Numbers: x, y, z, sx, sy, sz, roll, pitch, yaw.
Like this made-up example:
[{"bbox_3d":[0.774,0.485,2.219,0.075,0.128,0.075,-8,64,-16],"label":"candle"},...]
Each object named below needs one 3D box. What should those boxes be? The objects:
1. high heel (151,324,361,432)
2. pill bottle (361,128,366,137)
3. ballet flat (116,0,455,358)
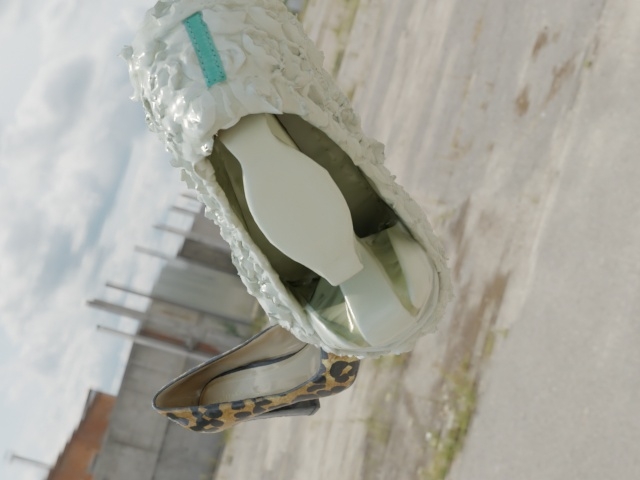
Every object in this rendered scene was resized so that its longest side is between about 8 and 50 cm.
[{"bbox_3d":[-0.062,0.119,1.133,0.261,0.186,0.093,116,146,-48],"label":"high heel"},{"bbox_3d":[-0.023,-0.082,1.322,0.215,0.117,0.117,-39,-28,-55],"label":"pill bottle"},{"bbox_3d":[0.000,0.000,0.759,0.409,0.147,0.147,51,-136,-47],"label":"ballet flat"}]
